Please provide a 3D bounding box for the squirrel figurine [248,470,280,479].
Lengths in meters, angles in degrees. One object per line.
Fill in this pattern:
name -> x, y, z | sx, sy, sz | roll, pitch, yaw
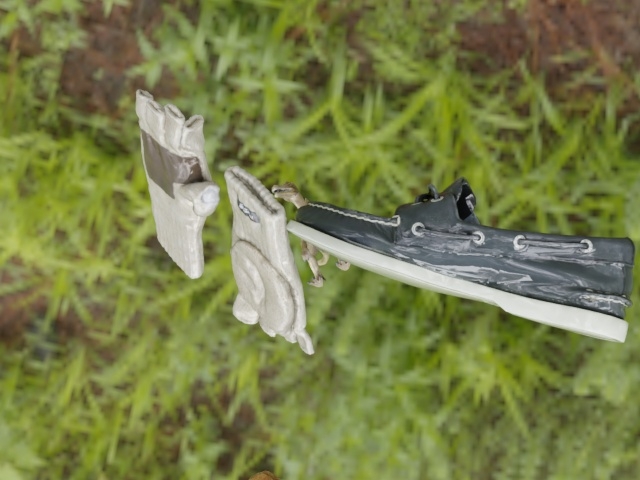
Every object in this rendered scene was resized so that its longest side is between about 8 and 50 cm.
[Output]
squirrel figurine -> 0.100, 0.481, 2.024 | 0.370, 0.281, 0.397 | -9, 110, 13

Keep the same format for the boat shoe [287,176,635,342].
boat shoe -> 0.137, -0.002, 1.576 | 0.340, 0.113, 0.127 | 17, 177, 22

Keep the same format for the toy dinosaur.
toy dinosaur -> 0.000, 0.000, 1.831 | 0.053, 0.092, 0.183 | -20, 145, 6

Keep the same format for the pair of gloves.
pair of gloves -> -0.088, -0.020, 1.492 | 0.042, 0.240, 0.204 | -30, 137, -23
